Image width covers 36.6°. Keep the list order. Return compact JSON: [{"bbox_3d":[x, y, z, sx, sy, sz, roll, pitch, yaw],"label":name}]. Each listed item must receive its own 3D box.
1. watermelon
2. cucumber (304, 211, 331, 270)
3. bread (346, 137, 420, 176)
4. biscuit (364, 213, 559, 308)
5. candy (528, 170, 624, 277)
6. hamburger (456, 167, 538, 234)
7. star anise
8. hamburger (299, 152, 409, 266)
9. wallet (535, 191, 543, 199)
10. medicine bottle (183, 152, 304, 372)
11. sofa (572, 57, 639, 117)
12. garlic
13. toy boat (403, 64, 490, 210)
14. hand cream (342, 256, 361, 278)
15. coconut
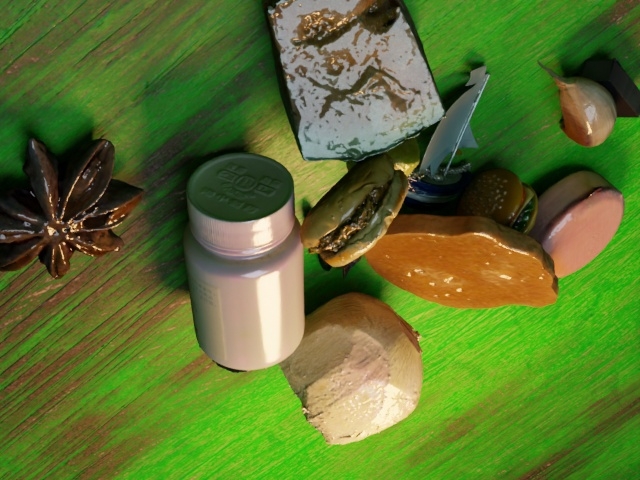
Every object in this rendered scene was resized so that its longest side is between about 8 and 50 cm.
[{"bbox_3d":[0.052,-0.299,1.570,0.264,0.151,0.302,-19,119,-3],"label":"watermelon"},{"bbox_3d":[0.000,0.000,1.894,0.036,0.033,0.184,-42,141,-20],"label":"cucumber"},{"bbox_3d":[0.108,-0.154,1.733,0.111,0.129,0.114,14,131,-15],"label":"bread"},{"bbox_3d":[0.274,0.038,1.909,0.365,0.062,0.385,-3,153,33],"label":"biscuit"},{"bbox_3d":[0.529,-0.036,2.036,0.255,0.094,0.255,-23,140,-21],"label":"candy"},{"bbox_3d":[0.348,-0.062,1.913,0.162,0.162,0.115,-43,130,17],"label":"hamburger"},{"bbox_3d":[-0.446,-0.049,1.582,0.315,0.108,0.315,-11,135,-11],"label":"star anise"},{"bbox_3d":[0.058,-0.050,1.620,0.108,0.214,0.214,45,107,-5],"label":"hamburger"},{"bbox_3d":[0.395,-0.002,2.080,0.137,0.031,0.255,12,127,-37],"label":"wallet"},{"bbox_3d":[-0.135,0.046,1.740,0.213,0.213,0.378,-13,136,-14],"label":"medicine bottle"},{"bbox_3d":[0.555,-0.295,1.860,0.147,0.085,0.060,32,71,-42],"label":"sofa"},{"bbox_3d":[0.484,-0.254,1.817,0.090,0.128,0.198,-54,138,-8],"label":"garlic"},{"bbox_3d":[0.249,-0.186,1.790,0.220,0.067,0.291,-8,131,-47],"label":"toy boat"},{"bbox_3d":[0.047,0.010,1.917,0.062,0.039,0.163,-52,142,-24],"label":"hand cream"},{"bbox_3d":[0.079,0.248,1.983,0.254,0.297,0.297,-29,138,18],"label":"coconut"}]
